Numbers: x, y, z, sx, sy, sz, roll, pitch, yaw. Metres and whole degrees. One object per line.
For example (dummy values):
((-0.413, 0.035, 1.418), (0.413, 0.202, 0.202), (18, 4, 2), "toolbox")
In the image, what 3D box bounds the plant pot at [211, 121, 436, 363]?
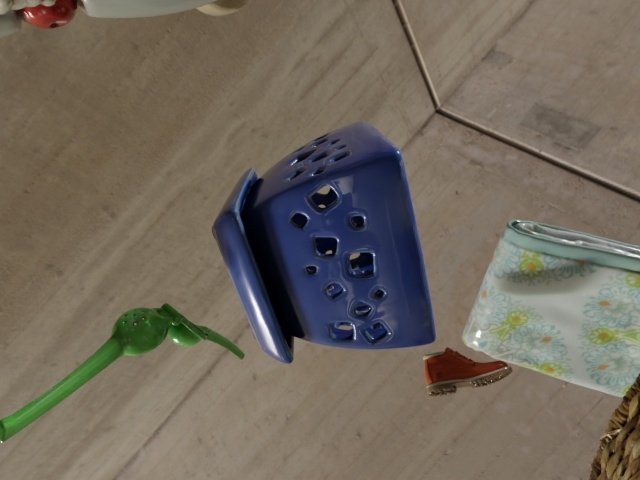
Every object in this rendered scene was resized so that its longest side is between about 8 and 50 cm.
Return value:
((0.000, 0.000, 0.537), (0.213, 0.235, 0.236), (-16, -158, 4), "plant pot")

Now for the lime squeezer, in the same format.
((-0.181, 0.128, 0.488), (0.059, 0.311, 0.109), (7, -86, 32), "lime squeezer")

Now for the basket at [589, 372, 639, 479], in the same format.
((0.396, 0.260, 0.440), (0.214, 0.223, 0.298), (8, -76, 15), "basket")

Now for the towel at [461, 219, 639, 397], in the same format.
((0.511, 0.145, 0.826), (0.375, 0.320, 0.090), (16, -150, 15), "towel")

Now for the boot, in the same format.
((0.272, 0.236, 0.785), (0.158, 0.059, 0.084), (-16, -126, 15), "boot")

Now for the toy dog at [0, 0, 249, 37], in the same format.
((-0.175, -0.260, 0.322), (0.220, 0.160, 0.334), (5, -151, 39), "toy dog")
